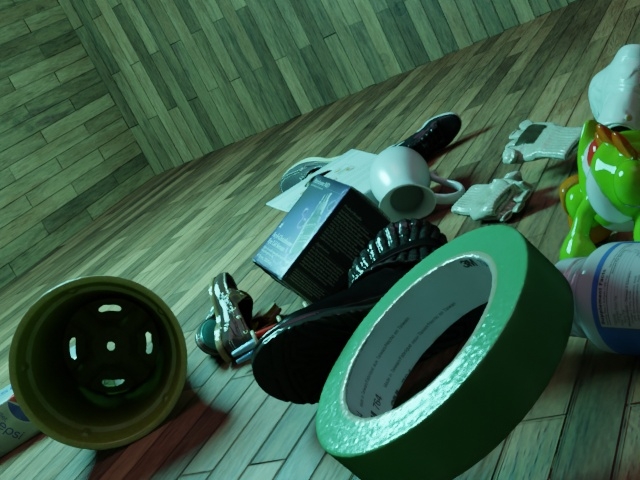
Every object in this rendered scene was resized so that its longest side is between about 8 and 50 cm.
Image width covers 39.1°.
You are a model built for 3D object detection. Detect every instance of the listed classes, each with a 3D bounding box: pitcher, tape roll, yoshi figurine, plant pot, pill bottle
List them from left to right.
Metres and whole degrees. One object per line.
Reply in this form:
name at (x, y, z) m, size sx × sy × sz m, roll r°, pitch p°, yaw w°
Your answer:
plant pot at (-0.367, 0.191, 1.540) m, size 0.276 × 0.276 × 0.254 m, roll -29°, pitch 5°, yaw -7°
pitcher at (0.192, -0.115, 1.829) m, size 0.177 × 0.126 × 0.207 m, roll -7°, pitch 27°, yaw -1°
tape roll at (0.130, 0.127, 1.002) m, size 0.321 × 0.077 × 0.321 m, roll -44°, pitch 16°, yaw 16°
yoshi figurine at (0.404, -0.034, 1.116) m, size 0.202 × 0.204 × 0.362 m, roll 17°, pitch 4°, yaw 10°
pill bottle at (0.350, 0.061, 0.948) m, size 0.124 × 0.124 × 0.221 m, roll -36°, pitch 17°, yaw -29°

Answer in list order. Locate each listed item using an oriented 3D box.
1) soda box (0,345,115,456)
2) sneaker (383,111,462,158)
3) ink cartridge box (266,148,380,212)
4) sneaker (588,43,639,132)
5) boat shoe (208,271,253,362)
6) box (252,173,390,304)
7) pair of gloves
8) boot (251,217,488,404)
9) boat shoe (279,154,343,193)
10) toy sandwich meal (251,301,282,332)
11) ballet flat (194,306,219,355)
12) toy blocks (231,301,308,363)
soda box at (-0.540, 0.305, 1.715) m, size 0.286 × 0.091 × 0.098 m, roll -31°, pitch 16°, yaw -13°
sneaker at (0.244, -0.216, 2.130) m, size 0.216 × 0.079 × 0.121 m, roll -32°, pitch 17°, yaw 15°
ink cartridge box at (0.046, -0.107, 2.047) m, size 0.275 × 0.060 × 0.239 m, roll -34°, pitch 26°, yaw -21°
sneaker at (0.511, -0.208, 1.572) m, size 0.108 × 0.169 × 0.292 m, roll 16°, pitch -8°, yaw 12°
boat shoe at (-0.148, 0.126, 1.596) m, size 0.073 × 0.073 × 0.207 m, roll -33°, pitch 40°, yaw 14°
box at (0.000, 0.000, 1.609) m, size 0.207 × 0.108 × 0.153 m, roll -54°, pitch 27°, yaw -6°
pair of gloves at (0.346, -0.127, 1.613) m, size 0.240 × 0.042 × 0.204 m, roll -46°, pitch 18°, yaw -4°
boot at (0.056, 0.095, 1.305) m, size 0.347 × 0.131 × 0.260 m, roll -18°, pitch 22°, yaw -5°
boat shoe at (-0.006, -0.154, 2.287) m, size 0.285 × 0.103 × 0.092 m, roll -6°, pitch 21°, yaw 40°
toy sandwich meal at (-0.112, 0.141, 1.638) m, size 0.085 × 0.029 × 0.085 m, roll -25°, pitch 15°, yaw 8°
ballet flat at (-0.190, 0.170, 1.644) m, size 0.068 × 0.072 × 0.213 m, roll -51°, pitch 6°, yaw 22°
toy blocks at (-0.070, 0.164, 1.451) m, size 0.148 × 0.054 × 0.123 m, roll -29°, pitch 15°, yaw -4°
